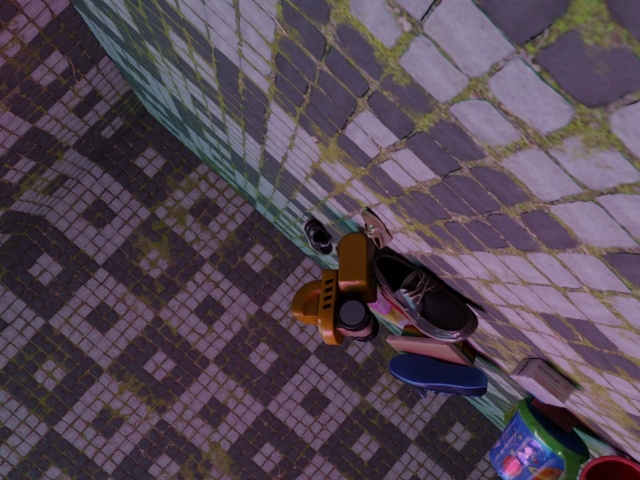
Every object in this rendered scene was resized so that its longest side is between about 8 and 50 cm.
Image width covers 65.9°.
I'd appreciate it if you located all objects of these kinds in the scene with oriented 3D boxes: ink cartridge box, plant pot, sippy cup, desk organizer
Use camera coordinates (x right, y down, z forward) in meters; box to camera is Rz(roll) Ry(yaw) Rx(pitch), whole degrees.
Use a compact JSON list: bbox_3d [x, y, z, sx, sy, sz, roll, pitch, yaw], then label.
[{"bbox_3d":[0.550,0.348,1.218,0.104,0.061,0.181,40,173,13],"label":"ink cartridge box"},{"bbox_3d":[0.834,0.710,1.379,0.191,0.191,0.174,36,176,42],"label":"plant pot"},{"bbox_3d":[0.656,0.649,1.531,0.240,0.224,0.306,42,-161,24],"label":"sippy cup"},{"bbox_3d":[0.697,0.514,1.482,0.130,0.050,0.047,39,173,19],"label":"desk organizer"}]

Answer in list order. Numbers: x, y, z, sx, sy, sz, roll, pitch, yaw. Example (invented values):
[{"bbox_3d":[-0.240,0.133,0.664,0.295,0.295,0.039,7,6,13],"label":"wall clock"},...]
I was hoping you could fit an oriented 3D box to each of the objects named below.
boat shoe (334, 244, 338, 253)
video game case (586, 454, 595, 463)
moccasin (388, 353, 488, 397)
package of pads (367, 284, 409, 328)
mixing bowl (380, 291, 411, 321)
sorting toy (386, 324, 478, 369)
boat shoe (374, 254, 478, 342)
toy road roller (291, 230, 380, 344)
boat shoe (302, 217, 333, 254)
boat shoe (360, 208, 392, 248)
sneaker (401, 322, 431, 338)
[{"bbox_3d":[0.116,0.076,1.934,0.170,0.063,0.059,39,178,29],"label":"boat shoe"},{"bbox_3d":[0.922,0.752,1.839,0.201,0.023,0.183,45,172,-27],"label":"video game case"},{"bbox_3d":[0.406,0.497,1.736,0.342,0.137,0.116,9,137,29],"label":"moccasin"},{"bbox_3d":[0.226,0.233,2.007,0.297,0.101,0.229,33,179,-36],"label":"package of pads"},{"bbox_3d":[0.283,0.181,1.506,0.181,0.098,0.181,40,173,6],"label":"mixing bowl"},{"bbox_3d":[0.418,0.393,1.797,0.257,0.089,0.255,-5,141,45],"label":"sorting toy"},{"bbox_3d":[0.255,0.145,1.311,0.355,0.132,0.130,32,168,50],"label":"boat shoe"},{"bbox_3d":[0.048,0.147,1.490,0.241,0.329,0.202,-1,158,16],"label":"toy road roller"},{"bbox_3d":[0.000,0.000,2.017,0.079,0.084,0.233,37,169,36],"label":"boat shoe"},{"bbox_3d":[0.137,-0.025,1.250,0.135,0.045,0.050,47,171,-38],"label":"boat shoe"},{"bbox_3d":[0.434,0.403,2.059,0.148,0.131,0.350,20,165,4],"label":"sneaker"}]
